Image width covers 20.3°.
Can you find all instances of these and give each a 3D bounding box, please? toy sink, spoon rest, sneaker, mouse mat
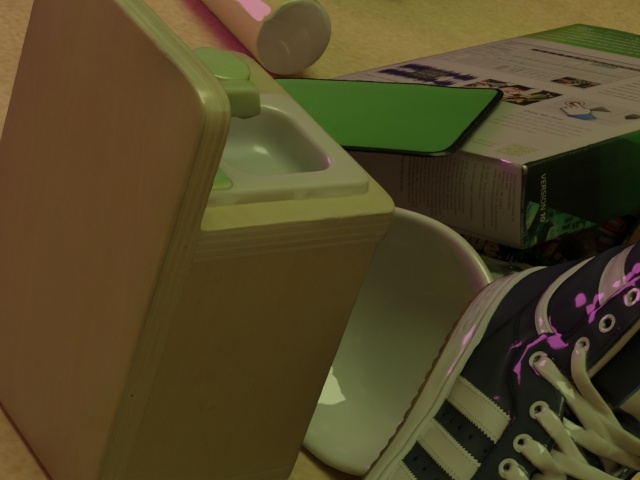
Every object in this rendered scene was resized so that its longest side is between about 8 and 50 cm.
[{"bbox_3d":[-0.066,-0.008,0.854,0.131,0.234,0.153,-7,38,-37],"label":"toy sink"},{"bbox_3d":[-0.010,0.021,0.962,0.084,0.137,0.276,23,10,-47],"label":"spoon rest"},{"bbox_3d":[0.099,0.106,0.758,0.099,0.153,0.282,43,52,-20],"label":"sneaker"},{"bbox_3d":[0.004,-0.076,1.061,0.190,0.007,0.152,4,19,18],"label":"mouse mat"}]

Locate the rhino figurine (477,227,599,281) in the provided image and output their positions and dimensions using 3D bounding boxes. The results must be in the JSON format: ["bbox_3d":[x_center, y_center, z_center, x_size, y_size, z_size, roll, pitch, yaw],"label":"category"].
[{"bbox_3d":[0.162,0.044,1.026,0.243,0.073,0.106,12,27,-41],"label":"rhino figurine"}]

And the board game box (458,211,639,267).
[{"bbox_3d":[0.163,-0.042,1.250,0.136,0.030,0.260,24,30,13],"label":"board game box"}]

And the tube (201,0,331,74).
[{"bbox_3d":[-0.072,-0.205,1.358,0.070,0.062,0.240,48,0,-42],"label":"tube"}]

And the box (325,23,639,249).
[{"bbox_3d":[0.152,-0.077,1.155,0.322,0.058,0.232,-18,25,-38],"label":"box"}]
